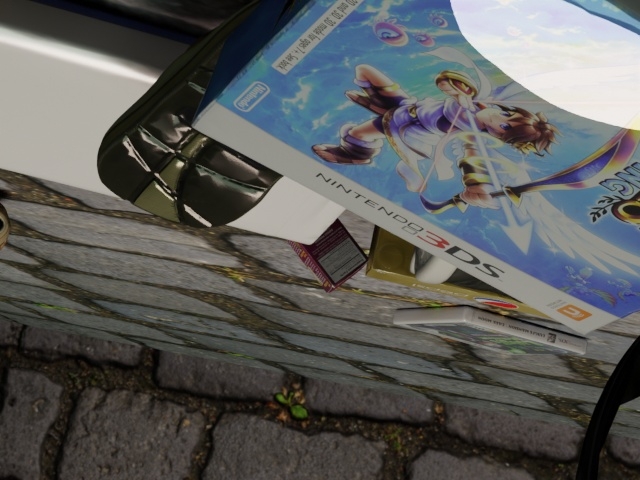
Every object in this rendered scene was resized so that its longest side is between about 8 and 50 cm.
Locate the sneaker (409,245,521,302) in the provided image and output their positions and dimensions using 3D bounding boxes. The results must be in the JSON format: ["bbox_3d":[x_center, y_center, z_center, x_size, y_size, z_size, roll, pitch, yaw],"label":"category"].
[{"bbox_3d":[0.144,-0.008,1.257,0.147,0.104,0.296,10,177,3],"label":"sneaker"}]

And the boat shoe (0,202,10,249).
[{"bbox_3d":[-0.486,-0.038,1.883,0.302,0.113,0.103,5,173,-25],"label":"boat shoe"}]

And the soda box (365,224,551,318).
[{"bbox_3d":[0.134,0.020,1.533,0.181,0.061,0.058,13,172,-2],"label":"soda box"}]

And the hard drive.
[{"bbox_3d":[-0.123,-0.083,1.176,0.318,0.040,0.210,14,156,-15],"label":"hard drive"}]

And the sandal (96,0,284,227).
[{"bbox_3d":[-0.027,-0.091,0.976,0.120,0.086,0.303,39,145,-25],"label":"sandal"}]

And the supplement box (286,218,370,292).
[{"bbox_3d":[0.000,0.000,1.520,0.083,0.043,0.055,53,170,3],"label":"supplement box"}]

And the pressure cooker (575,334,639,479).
[{"bbox_3d":[0.384,0.205,1.190,0.420,0.375,0.370,15,-173,10],"label":"pressure cooker"}]

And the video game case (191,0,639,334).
[{"bbox_3d":[0.098,-0.061,0.787,0.244,0.061,0.269,27,156,-14],"label":"video game case"}]

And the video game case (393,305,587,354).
[{"bbox_3d":[0.206,0.113,2.128,0.173,0.022,0.190,16,170,-22],"label":"video game case"}]
